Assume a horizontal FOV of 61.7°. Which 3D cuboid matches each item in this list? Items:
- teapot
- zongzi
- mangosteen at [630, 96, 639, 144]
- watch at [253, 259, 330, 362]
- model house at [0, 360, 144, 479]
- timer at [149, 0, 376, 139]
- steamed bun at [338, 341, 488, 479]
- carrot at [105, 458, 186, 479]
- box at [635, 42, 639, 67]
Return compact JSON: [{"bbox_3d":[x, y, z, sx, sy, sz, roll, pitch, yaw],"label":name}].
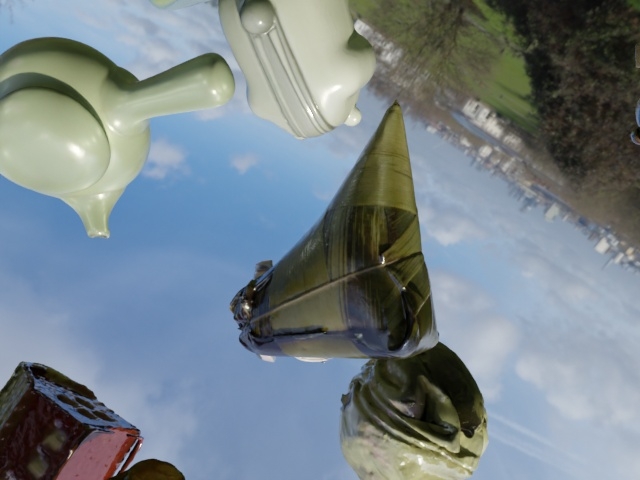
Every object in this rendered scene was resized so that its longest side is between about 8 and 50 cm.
[{"bbox_3d":[-0.275,-0.163,0.642,0.220,0.318,0.149,35,-152,-28],"label":"teapot"},{"bbox_3d":[0.000,0.000,0.716,0.289,0.317,0.154,-5,-179,29],"label":"zongzi"},{"bbox_3d":[0.510,-0.170,0.770,0.140,0.140,0.140,30,-163,-10],"label":"mangosteen"},{"bbox_3d":[-0.028,0.146,1.112,0.231,0.244,0.196,-3,-153,-7],"label":"watch"},{"bbox_3d":[-0.443,0.323,0.842,0.254,0.196,0.160,25,169,31],"label":"model house"},{"bbox_3d":[-0.044,-0.264,0.577,0.291,0.290,0.315,-103,-8,-66],"label":"timer"},{"bbox_3d":[0.175,0.309,0.984,0.275,0.206,0.320,9,-137,-11],"label":"steamed bun"},{"bbox_3d":[-0.246,0.336,0.691,0.082,0.173,0.082,33,-147,-24],"label":"carrot"},{"bbox_3d":[0.327,-0.166,0.464,0.083,0.053,0.024,-131,22,-62],"label":"box"}]
